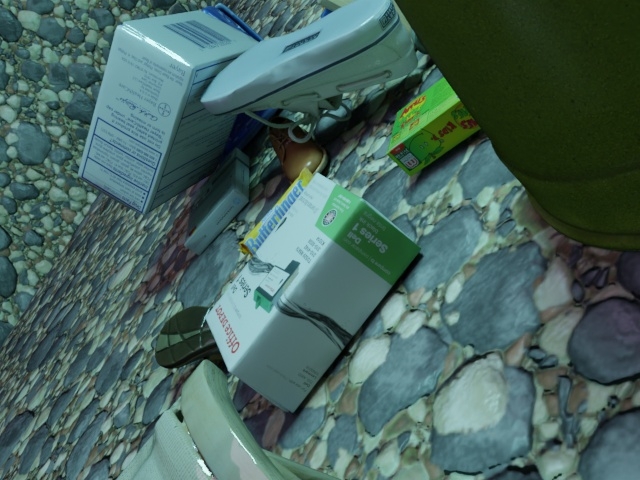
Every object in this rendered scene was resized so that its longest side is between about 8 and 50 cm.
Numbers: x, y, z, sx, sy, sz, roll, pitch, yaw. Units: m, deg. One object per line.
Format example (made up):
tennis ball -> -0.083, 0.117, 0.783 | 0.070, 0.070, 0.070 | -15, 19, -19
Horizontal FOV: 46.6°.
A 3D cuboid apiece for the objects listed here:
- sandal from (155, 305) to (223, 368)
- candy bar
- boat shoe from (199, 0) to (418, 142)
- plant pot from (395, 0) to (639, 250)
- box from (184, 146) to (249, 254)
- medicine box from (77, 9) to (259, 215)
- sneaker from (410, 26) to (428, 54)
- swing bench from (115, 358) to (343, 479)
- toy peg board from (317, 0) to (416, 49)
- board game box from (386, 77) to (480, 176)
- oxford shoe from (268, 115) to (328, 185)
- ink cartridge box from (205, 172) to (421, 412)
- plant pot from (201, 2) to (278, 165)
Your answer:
sandal -> -0.129, 0.120, 0.973 | 0.219, 0.060, 0.090 | -25, 39, 23
candy bar -> -0.060, -0.035, 1.078 | 0.161, 0.040, 0.018 | -47, -4, 14
boat shoe -> -0.013, -0.227, 1.101 | 0.367, 0.156, 0.136 | -15, 39, 36
plant pot -> 0.184, -0.241, 0.516 | 0.366, 0.353, 0.366 | -42, 25, 25
box -> -0.189, -0.076, 1.371 | 0.145, 0.038, 0.186 | -45, 23, 19
medicine box -> -0.260, -0.230, 1.303 | 0.289, 0.149, 0.263 | -64, -8, 28
sneaker -> 0.202, -0.334, 0.935 | 0.271, 0.100, 0.108 | 137, 145, -56
swing bench -> -0.030, 0.243, 0.356 | 0.253, 0.255, 0.165 | -53, 23, 1
toy peg board -> 0.069, -0.351, 1.150 | 0.079, 0.161, 0.160 | -55, 16, 45
board game box -> 0.158, -0.155, 0.824 | 0.181, 0.043, 0.092 | -34, 24, 36
oxford shoe -> -0.045, -0.140, 1.150 | 0.076, 0.076, 0.212 | -47, 27, 7
ink cartridge box -> -0.017, 0.051, 0.806 | 0.219, 0.092, 0.160 | -52, 23, 1
plant pot -> -0.203, -0.335, 1.530 | 0.236, 0.236, 0.212 | -43, 19, 23
